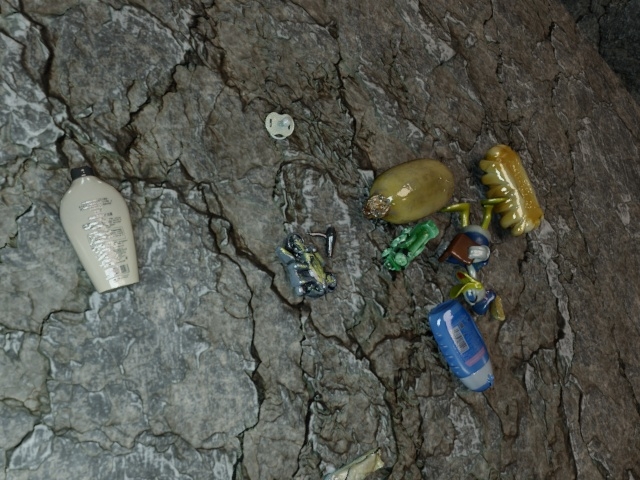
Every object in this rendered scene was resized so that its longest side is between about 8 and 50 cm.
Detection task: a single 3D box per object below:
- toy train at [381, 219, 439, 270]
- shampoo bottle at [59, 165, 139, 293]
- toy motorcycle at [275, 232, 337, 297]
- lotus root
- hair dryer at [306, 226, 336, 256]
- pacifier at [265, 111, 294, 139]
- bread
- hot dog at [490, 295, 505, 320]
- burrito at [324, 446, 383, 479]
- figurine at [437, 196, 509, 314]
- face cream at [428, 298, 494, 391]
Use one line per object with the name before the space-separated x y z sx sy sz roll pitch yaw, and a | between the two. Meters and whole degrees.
toy train | 0.247 0.017 1.366 0.178 0.104 0.071 -43 103 -33
shampoo bottle | -0.440 -0.026 0.974 0.127 0.078 0.257 -17 86 -29
toy motorcycle | -0.037 0.077 1.198 0.193 0.061 0.124 50 49 -18
lotus root | 0.248 -0.137 1.384 0.342 0.151 0.169 -21 86 -37
hair dryer | 0.000 0.000 1.272 0.083 0.031 0.079 9 79 -14
pacifier | -0.101 -0.301 1.279 0.083 0.064 0.068 1 92 -31
bread | 0.633 -0.169 1.648 0.172 0.121 0.312 -17 84 -37
hot dog | 0.549 0.215 1.529 0.030 0.034 0.090 18 47 -15
burrito | 0.081 0.539 1.137 0.171 0.042 0.051 -17 87 -37
figurine | 0.456 0.056 1.435 0.283 0.204 0.339 -14 95 -59
face cream | 0.407 0.302 1.383 0.149 0.083 0.264 -28 90 -34
